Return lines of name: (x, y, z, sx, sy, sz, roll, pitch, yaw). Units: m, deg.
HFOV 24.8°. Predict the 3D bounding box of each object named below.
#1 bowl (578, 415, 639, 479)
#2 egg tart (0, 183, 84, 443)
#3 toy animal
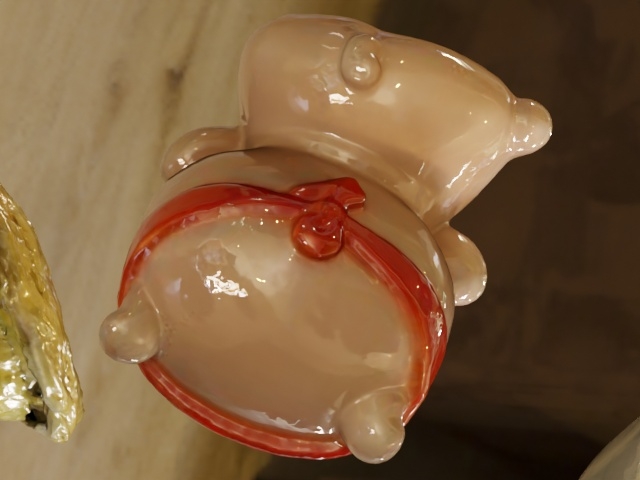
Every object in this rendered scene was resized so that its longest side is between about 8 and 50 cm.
bowl: (0.165, 0.188, 0.457, 0.287, 0.144, 0.287, 19, 46, -22)
egg tart: (-0.288, 0.052, 1.254, 0.095, 0.279, 0.279, -22, 107, -19)
toy animal: (0.000, 0.000, 0.665, 0.171, 0.171, 0.198, 41, 67, -38)
